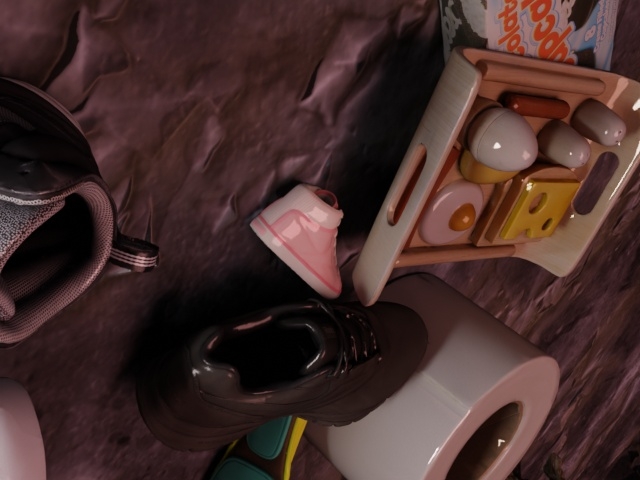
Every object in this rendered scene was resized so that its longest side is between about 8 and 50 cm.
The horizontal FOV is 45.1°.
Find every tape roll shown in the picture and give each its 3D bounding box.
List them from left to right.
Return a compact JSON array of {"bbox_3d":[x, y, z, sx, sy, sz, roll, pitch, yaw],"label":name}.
[{"bbox_3d":[0.120,0.181,0.851,0.246,0.169,0.246,-28,137,-30],"label":"tape roll"}]

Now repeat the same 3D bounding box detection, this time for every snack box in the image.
[{"bbox_3d":[0.190,-0.224,0.681,0.187,0.060,0.322,-38,142,-18],"label":"snack box"}]

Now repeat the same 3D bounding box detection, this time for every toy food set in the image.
[{"bbox_3d":[0.184,-0.046,0.702,0.306,0.092,0.220,-3,126,-39],"label":"toy food set"}]

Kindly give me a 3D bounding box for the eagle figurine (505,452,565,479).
[{"bbox_3d":[0.296,0.481,1.329,0.298,0.225,0.226,-22,98,6],"label":"eagle figurine"}]

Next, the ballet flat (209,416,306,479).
[{"bbox_3d":[-0.052,0.210,0.771,0.077,0.077,0.231,-15,130,-63],"label":"ballet flat"}]

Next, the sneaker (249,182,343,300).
[{"bbox_3d":[0.000,0.000,0.663,0.070,0.051,0.134,-45,140,-2],"label":"sneaker"}]

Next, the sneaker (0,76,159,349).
[{"bbox_3d":[-0.194,-0.030,0.332,0.268,0.153,0.101,6,114,-51],"label":"sneaker"}]

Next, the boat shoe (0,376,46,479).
[{"bbox_3d":[-0.301,0.235,0.472,0.156,0.136,0.367,8,123,-48],"label":"boat shoe"}]

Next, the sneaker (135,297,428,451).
[{"bbox_3d":[-0.002,0.099,0.647,0.286,0.109,0.130,-10,157,-39],"label":"sneaker"}]
